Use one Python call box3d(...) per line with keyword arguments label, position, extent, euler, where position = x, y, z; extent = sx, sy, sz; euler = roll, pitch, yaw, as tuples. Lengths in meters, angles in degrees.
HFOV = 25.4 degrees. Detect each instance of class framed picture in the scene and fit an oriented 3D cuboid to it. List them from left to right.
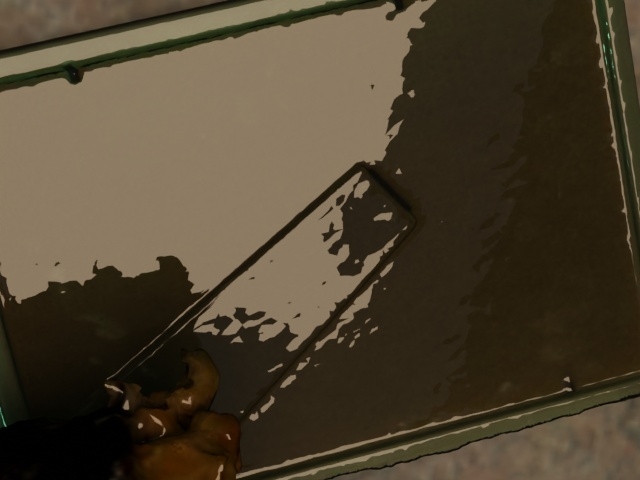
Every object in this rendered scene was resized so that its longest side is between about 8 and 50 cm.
box3d(label="framed picture", position=(0.000, 0.000, 0.592), extent=(0.290, 0.020, 0.211), euler=(-14, 104, -7))

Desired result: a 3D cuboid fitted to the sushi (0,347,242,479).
box3d(label="sushi", position=(-0.099, 0.235, 0.518), extent=(0.208, 0.234, 0.348), euler=(-10, 115, -8))
